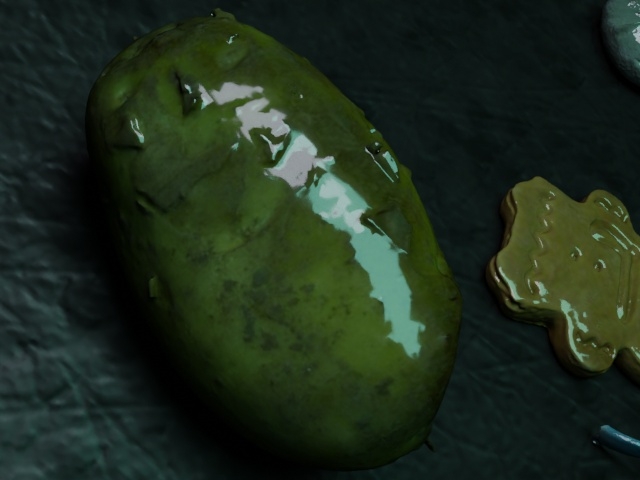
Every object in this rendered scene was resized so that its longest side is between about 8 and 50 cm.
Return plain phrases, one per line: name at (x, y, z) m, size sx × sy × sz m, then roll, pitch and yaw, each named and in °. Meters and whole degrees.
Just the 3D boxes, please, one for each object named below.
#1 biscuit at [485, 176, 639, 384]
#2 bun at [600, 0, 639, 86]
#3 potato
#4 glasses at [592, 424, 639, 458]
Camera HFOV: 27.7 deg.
biscuit at (0.184, 0.033, 0.803) m, size 0.184 × 0.027 × 0.133 m, roll 37°, pitch 50°, yaw -7°
bun at (0.236, -0.147, 0.921) m, size 0.083 × 0.045 × 0.083 m, roll 11°, pitch 61°, yaw -19°
potato at (-0.022, 0.003, 0.633) m, size 0.149 × 0.113 × 0.251 m, roll -38°, pitch 84°, yaw 6°
glasses at (0.197, 0.217, 0.703) m, size 0.220 × 0.088 × 0.189 m, roll 40°, pitch 49°, yaw 21°
